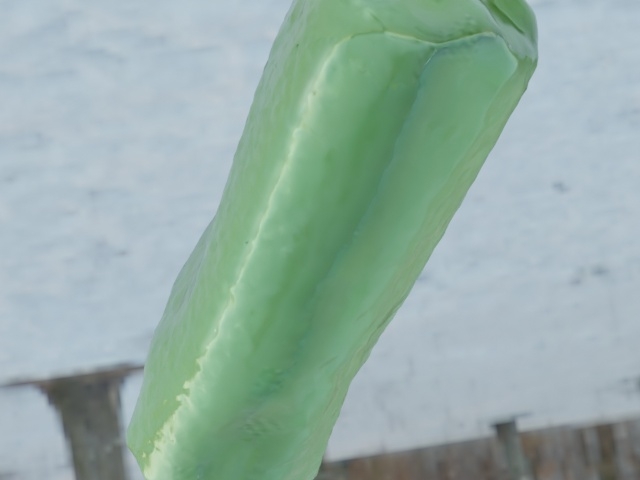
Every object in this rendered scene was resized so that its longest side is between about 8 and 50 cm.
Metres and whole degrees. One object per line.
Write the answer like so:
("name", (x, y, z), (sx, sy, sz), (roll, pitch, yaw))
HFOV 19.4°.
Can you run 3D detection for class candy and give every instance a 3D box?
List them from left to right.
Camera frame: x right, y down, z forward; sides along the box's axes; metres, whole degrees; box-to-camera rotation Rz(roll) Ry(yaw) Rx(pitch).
("candy", (0.000, 0.000, 1.013), (0.132, 0.142, 0.343), (14, 120, -19))
